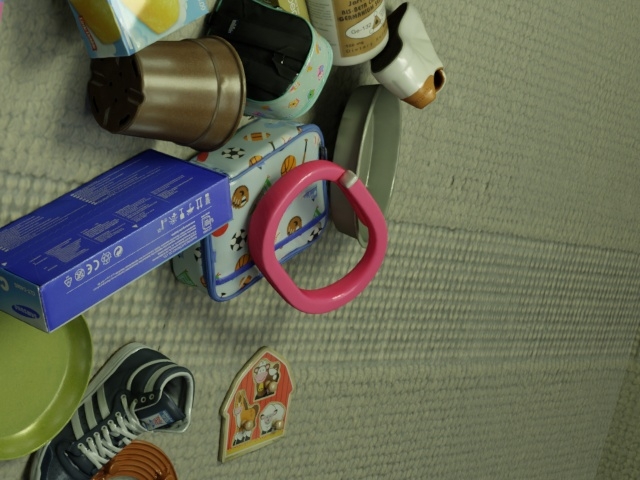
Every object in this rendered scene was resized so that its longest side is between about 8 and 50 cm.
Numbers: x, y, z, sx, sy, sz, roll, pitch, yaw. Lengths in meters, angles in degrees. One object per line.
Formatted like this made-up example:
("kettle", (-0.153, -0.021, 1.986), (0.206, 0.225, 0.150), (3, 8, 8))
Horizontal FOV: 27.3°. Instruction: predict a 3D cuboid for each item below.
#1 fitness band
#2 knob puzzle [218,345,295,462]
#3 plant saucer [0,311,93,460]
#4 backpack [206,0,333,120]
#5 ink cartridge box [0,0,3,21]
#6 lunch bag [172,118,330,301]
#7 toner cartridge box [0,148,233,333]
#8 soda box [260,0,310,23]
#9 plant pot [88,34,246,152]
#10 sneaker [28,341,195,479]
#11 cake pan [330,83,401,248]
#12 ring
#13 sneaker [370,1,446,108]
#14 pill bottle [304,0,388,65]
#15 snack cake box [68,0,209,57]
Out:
("fitness band", (0.000, 0.000, 2.058), (0.209, 0.054, 0.291), (-45, 140, -8))
("knob puzzle", (-0.100, 0.278, 2.290), (0.213, 0.030, 0.213), (-26, 125, -44))
("plant saucer", (-0.417, 0.185, 1.822), (0.241, 0.037, 0.241), (-25, 124, -44))
("backpack", (-0.077, -0.258, 1.939), (0.144, 0.188, 0.166), (41, 72, -52))
("ink cartridge box", (-0.514, -0.291, 1.460), (0.371, 0.069, 0.176), (-3, 108, -50))
("lunch bag", (-0.103, -0.051, 2.070), (0.303, 0.115, 0.243), (-32, 132, -40))
("toner cartridge box", (-0.295, -0.009, 1.787), (0.348, 0.165, 0.075), (-34, 130, -40))
("soda box", (-0.067, -0.379, 2.006), (0.058, 0.061, 0.181), (-44, 137, -32))
("plant pot", (-0.217, -0.206, 1.813), (0.165, 0.167, 0.167), (-2, 107, -45))
("sneaker", (-0.297, 0.279, 1.919), (0.282, 0.153, 0.099), (-55, 135, -22))
("cake pan", (0.077, -0.134, 2.238), (0.293, 0.054, 0.293), (9, 90, -75))
("ring", (-0.335, 0.476, 2.069), (0.336, 0.032, 0.337), (-27, 126, -43))
("sneaker", (0.144, -0.297, 2.182), (0.123, 0.106, 0.290), (43, 25, -19))
("pill bottle", (0.030, -0.397, 2.048), (0.131, 0.131, 0.229), (-47, 145, -30))
("snack cake box", (-0.261, -0.383, 1.676), (0.152, 0.089, 0.264), (-37, 118, -36))
